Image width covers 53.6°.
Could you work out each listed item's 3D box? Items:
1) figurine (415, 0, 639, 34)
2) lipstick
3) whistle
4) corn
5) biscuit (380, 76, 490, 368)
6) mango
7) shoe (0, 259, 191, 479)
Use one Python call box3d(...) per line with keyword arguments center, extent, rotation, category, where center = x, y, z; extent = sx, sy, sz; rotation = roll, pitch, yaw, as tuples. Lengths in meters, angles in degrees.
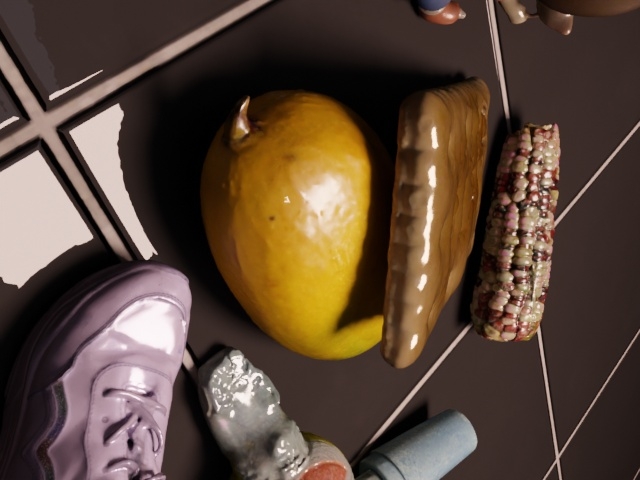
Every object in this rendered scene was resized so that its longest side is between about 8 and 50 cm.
box3d(center=(0.203, -0.262, 0.528), extent=(0.158, 0.276, 0.161), rotation=(-46, 136, -45), category="figurine")
box3d(center=(0.064, 0.275, 0.713), extent=(0.274, 0.068, 0.061), rotation=(-21, 124, -32), category="lipstick")
box3d(center=(-0.038, 0.195, 0.555), extent=(0.123, 0.123, 0.223), rotation=(-35, 111, -33), category="whistle")
box3d(center=(0.244, -0.006, 0.792), extent=(0.092, 0.092, 0.280), rotation=(-3, 100, -45), category="corn")
box3d(center=(0.119, -0.039, 0.589), extent=(0.325, 0.044, 0.216), rotation=(-35, 129, -65), category="biscuit")
box3d(center=(0.000, 0.000, 0.527), extent=(0.176, 0.119, 0.316), rotation=(-52, 142, -26), category="mango")
box3d(center=(-0.141, 0.131, 0.405), extent=(0.095, 0.138, 0.244), rotation=(39, 75, -50), category="shoe")
